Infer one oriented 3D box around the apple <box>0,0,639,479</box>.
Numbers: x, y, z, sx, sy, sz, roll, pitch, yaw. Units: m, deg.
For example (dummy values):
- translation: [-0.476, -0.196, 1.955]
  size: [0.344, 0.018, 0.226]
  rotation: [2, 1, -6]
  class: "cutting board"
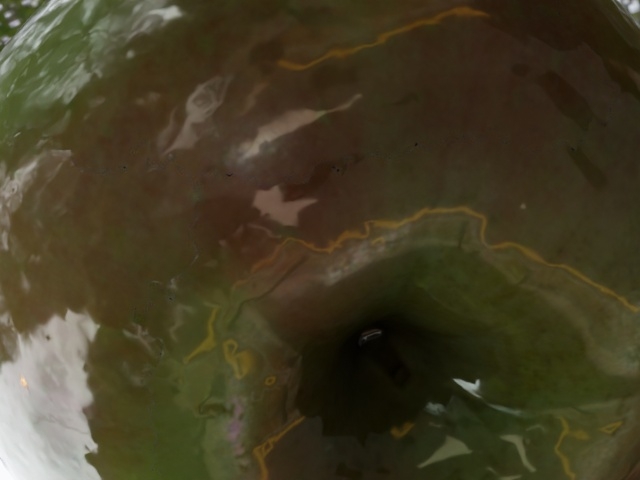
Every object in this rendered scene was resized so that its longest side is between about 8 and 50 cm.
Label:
- translation: [0.000, 0.000, 0.556]
  size: [0.319, 0.277, 0.319]
  rotation: [-3, -64, -7]
  class: "apple"
